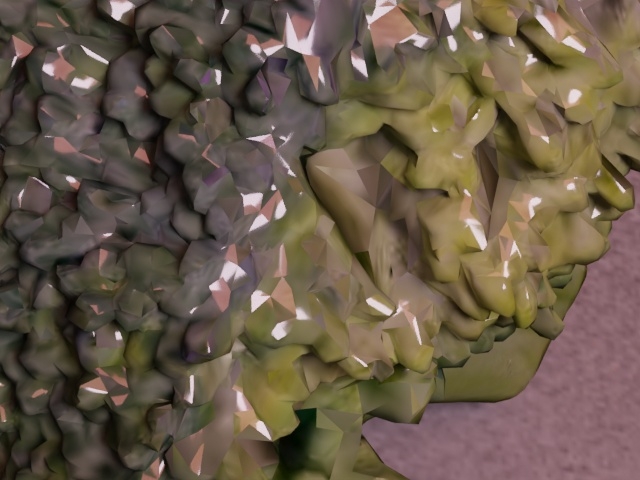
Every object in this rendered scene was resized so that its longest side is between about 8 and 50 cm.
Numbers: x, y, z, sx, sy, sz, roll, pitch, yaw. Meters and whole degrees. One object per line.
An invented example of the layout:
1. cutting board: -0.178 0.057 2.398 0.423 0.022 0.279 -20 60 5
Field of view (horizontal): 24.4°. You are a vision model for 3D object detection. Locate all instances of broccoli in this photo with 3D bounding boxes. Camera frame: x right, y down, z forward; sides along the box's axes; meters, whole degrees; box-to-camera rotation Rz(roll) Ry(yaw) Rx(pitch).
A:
1. broccoli: 0.000 -0.008 0.437 0.302 0.249 0.375 3 69 -28
